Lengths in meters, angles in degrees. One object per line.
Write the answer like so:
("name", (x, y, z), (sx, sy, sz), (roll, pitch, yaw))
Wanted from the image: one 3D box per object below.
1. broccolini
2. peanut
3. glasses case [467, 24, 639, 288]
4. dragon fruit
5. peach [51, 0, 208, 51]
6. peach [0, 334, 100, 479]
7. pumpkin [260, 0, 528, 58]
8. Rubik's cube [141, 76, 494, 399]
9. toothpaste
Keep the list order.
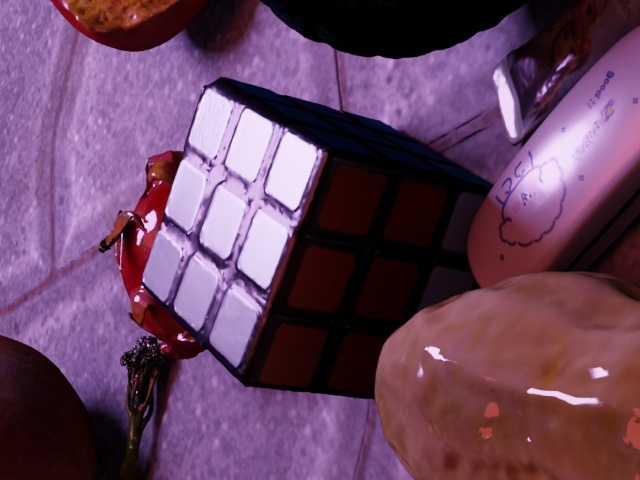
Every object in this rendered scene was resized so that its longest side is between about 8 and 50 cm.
("broccolini", (-0.164, 0.193, 1.084), (0.044, 0.042, 0.218), (172, 102, -79))
("peanut", (0.154, 0.080, 0.615), (0.305, 0.147, 0.147), (-2, 79, 52))
("glasses case", (0.156, -0.040, 0.714), (0.197, 0.049, 0.076), (-52, 45, 30))
("dragon fruit", (-0.098, 0.008, 0.971), (0.133, 0.136, 0.166), (-12, 77, 15))
("peach", (-0.176, -0.272, 1.095), (0.190, 0.190, 0.192), (-48, 32, 33))
("peach", (-0.328, 0.197, 1.099), (0.252, 0.252, 0.252), (-18, 67, 49))
("pumpkin", (0.050, -0.232, 0.794), (0.248, 0.248, 0.248), (-18, 67, 49))
("Rubik's cube", (0.000, 0.000, 0.813), (0.162, 0.160, 0.163), (32, 107, 51))
("toothpaste", (0.177, -0.132, 0.726), (0.216, 0.037, 0.062), (-38, 52, 47))
